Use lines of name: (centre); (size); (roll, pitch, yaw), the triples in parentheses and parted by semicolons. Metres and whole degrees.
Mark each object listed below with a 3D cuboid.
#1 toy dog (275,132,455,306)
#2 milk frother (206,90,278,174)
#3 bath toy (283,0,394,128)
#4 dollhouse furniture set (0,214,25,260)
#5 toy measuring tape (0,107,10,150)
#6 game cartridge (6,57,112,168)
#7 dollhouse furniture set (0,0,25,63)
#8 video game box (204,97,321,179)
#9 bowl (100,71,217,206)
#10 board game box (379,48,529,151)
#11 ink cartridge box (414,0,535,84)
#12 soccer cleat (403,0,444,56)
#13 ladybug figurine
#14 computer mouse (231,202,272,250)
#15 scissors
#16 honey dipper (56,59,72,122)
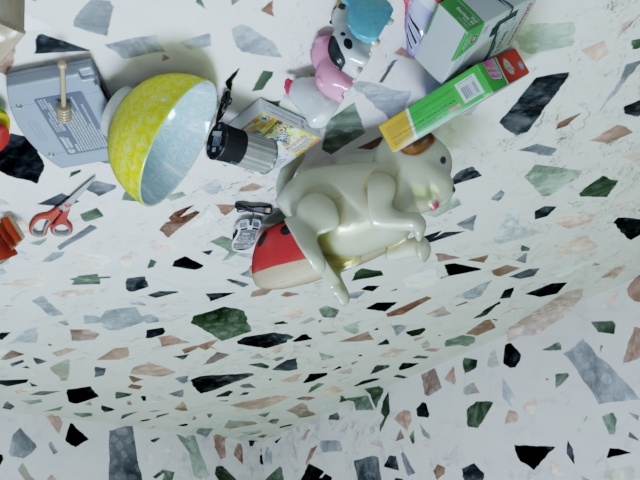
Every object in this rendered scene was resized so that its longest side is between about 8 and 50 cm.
toy dog: (0.127, -0.098, 1.973); (0.408, 0.395, 0.284); (-31, 140, 1)
milk frother: (-0.167, -0.232, 1.813); (0.135, 0.129, 0.143); (14, 106, -37)
bath toy: (0.026, -0.365, 1.674); (0.129, 0.151, 0.348); (33, 146, -3)
dollhouse furniture set: (-0.853, 0.029, 1.996); (0.135, 0.262, 0.259); (-36, 176, 36)
toy measuring tape: (-0.665, -0.274, 1.657); (0.121, 0.121, 0.330); (4, 131, -25)
game cartridge: (-0.527, -0.260, 1.756); (0.198, 0.062, 0.297); (-6, 152, 2)
dollhouse furniture set: (-0.635, -0.426, 1.288); (0.356, 0.173, 0.303); (18, 140, -42)
video game box: (-0.134, -0.229, 1.948); (0.187, 0.048, 0.205); (16, 142, -43)
bowl: (-0.352, -0.229, 1.714); (0.156, 0.289, 0.289); (28, 150, 7)
board game box: (0.287, -0.298, 1.764); (0.242, 0.064, 0.316); (-29, -178, 31)
ink cartridge box: (0.301, -0.413, 1.620); (0.208, 0.087, 0.153); (-32, 161, -26)
soccer cleat: (0.195, -0.455, 1.633); (0.095, 0.083, 0.248); (24, 155, 3)
ladybug figurine: (0.000, 0.000, 2.225); (0.449, 0.161, 0.305); (-20, -171, 16)
computer mouse: (-0.201, -0.041, 2.277); (0.106, 0.042, 0.193); (-2, 145, -24)
scissors: (-0.641, -0.082, 2.073); (0.109, 0.021, 0.297); (8, 148, -27)
honey dipper: (-0.500, -0.290, 1.628); (0.031, 0.030, 0.160); (-2, 148, -15)
